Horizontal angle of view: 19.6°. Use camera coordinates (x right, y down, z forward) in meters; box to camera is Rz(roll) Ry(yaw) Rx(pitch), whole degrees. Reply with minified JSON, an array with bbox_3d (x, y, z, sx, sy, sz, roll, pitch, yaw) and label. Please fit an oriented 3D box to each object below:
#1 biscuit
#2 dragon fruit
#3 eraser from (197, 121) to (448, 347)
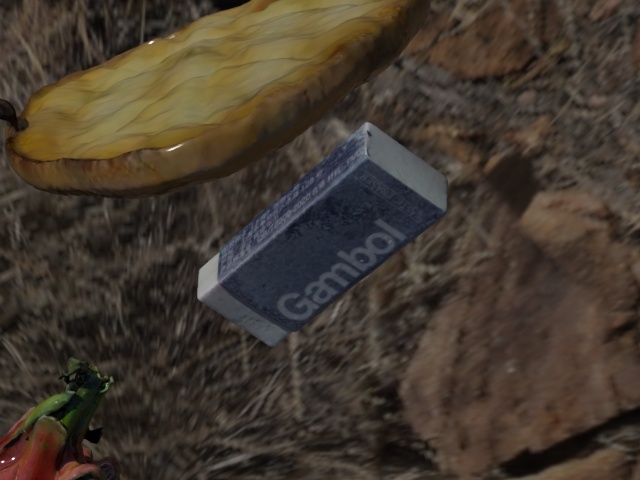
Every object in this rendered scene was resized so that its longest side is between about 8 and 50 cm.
[{"bbox_3d":[-0.047,-0.067,0.804,0.203,0.260,0.041,-14,108,5],"label":"biscuit"},{"bbox_3d":[-0.213,0.186,1.367,0.135,0.236,0.137,26,37,2],"label":"dragon fruit"},{"bbox_3d":[0.000,0.000,1.501,0.092,0.046,0.212,34,124,-25],"label":"eraser"}]
